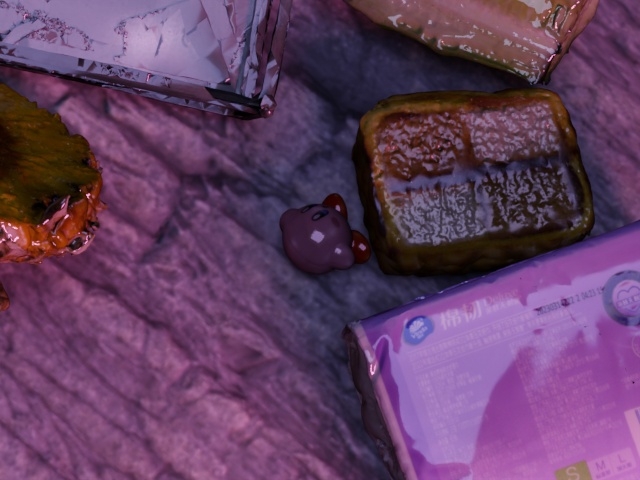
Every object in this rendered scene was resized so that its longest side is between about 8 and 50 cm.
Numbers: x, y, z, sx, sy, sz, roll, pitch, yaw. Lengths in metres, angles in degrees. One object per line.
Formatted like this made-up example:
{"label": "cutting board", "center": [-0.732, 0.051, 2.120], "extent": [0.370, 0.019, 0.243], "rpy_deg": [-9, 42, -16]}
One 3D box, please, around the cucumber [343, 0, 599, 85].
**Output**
{"label": "cucumber", "center": [0.114, -0.267, 1.476], "extent": [0.325, 0.105, 0.145], "rpy_deg": [25, 98, 13]}

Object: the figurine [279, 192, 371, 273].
{"label": "figurine", "center": [0.000, 0.000, 1.413], "extent": [0.071, 0.067, 0.083], "rpy_deg": [-10, 44, -42]}

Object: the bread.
{"label": "bread", "center": [0.146, -0.060, 1.424], "extent": [0.222, 0.096, 0.181], "rpy_deg": [-6, 78, -5]}

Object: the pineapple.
{"label": "pineapple", "center": [-0.287, -0.029, 1.369], "extent": [0.161, 0.334, 0.158], "rpy_deg": [12, 110, -35]}

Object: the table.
{"label": "table", "center": [-0.196, -0.248, 1.319], "extent": [0.335, 0.272, 0.222], "rpy_deg": [11, 92, -8]}

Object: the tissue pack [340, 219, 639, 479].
{"label": "tissue pack", "center": [0.208, 0.136, 1.333], "extent": [0.338, 0.160, 0.242], "rpy_deg": [-19, 85, -6]}
